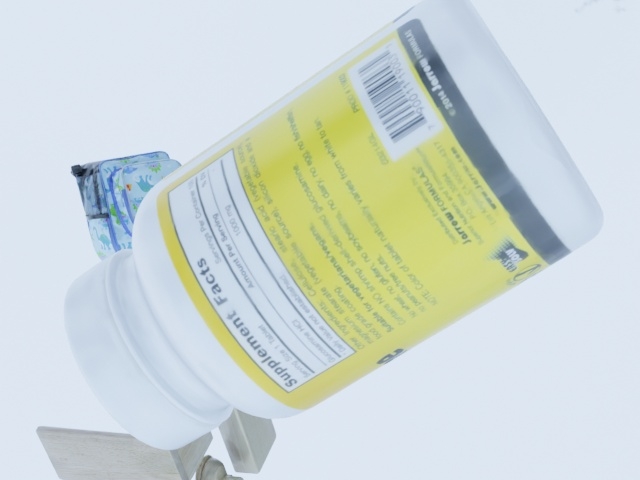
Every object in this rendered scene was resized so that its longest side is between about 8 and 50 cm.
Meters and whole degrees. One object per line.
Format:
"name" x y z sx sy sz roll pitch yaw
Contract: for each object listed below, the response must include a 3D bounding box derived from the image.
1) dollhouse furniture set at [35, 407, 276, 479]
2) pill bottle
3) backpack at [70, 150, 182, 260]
"dollhouse furniture set" -0.136 0.170 0.939 0.123 0.151 0.144 0 -55 22
"pill bottle" 0.000 0.000 0.720 0.333 0.188 0.188 -32 -59 15
"backpack" -0.190 -0.031 1.112 0.105 0.084 0.114 -15 -81 -47
